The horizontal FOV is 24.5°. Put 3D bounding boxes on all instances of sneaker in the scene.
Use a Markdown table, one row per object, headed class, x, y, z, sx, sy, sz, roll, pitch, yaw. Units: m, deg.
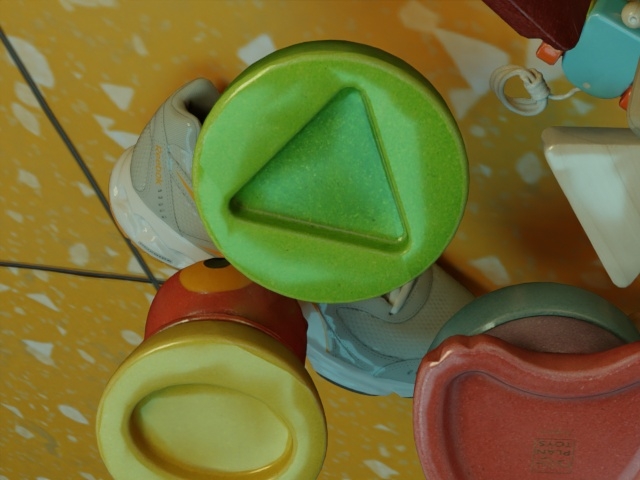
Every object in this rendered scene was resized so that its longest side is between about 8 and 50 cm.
| class | x | y | z | sx | sy | sz | roll | pitch | yaw |
| --- | --- | --- | --- | --- | --- | --- | --- | --- | --- |
| sneaker | 0.000 | 0.000 | 0.881 | 0.262 | 0.099 | 0.121 | 28 | 143 | -5 |

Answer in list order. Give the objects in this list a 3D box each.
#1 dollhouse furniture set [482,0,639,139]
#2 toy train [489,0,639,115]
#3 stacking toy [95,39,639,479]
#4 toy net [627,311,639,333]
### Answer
| class | x | y | z | sx | sy | sz | roll | pitch | yaw |
| --- | --- | --- | --- | --- | --- | --- | --- | --- | --- |
| dollhouse furniture set | 0.217 | -0.106 | 0.552 | 0.201 | 0.152 | 0.374 | 3 | 159 | 42 |
| toy train | 0.106 | -0.130 | 0.677 | 0.125 | 0.046 | 0.166 | 9 | 144 | 36 |
| stacking toy | 0.052 | 0.021 | 0.783 | 0.308 | 0.130 | 0.280 | 10 | 117 | -3 |
| toy net | 0.214 | 0.083 | 0.874 | 0.232 | 0.045 | 0.122 | -13 | 145 | 37 |
